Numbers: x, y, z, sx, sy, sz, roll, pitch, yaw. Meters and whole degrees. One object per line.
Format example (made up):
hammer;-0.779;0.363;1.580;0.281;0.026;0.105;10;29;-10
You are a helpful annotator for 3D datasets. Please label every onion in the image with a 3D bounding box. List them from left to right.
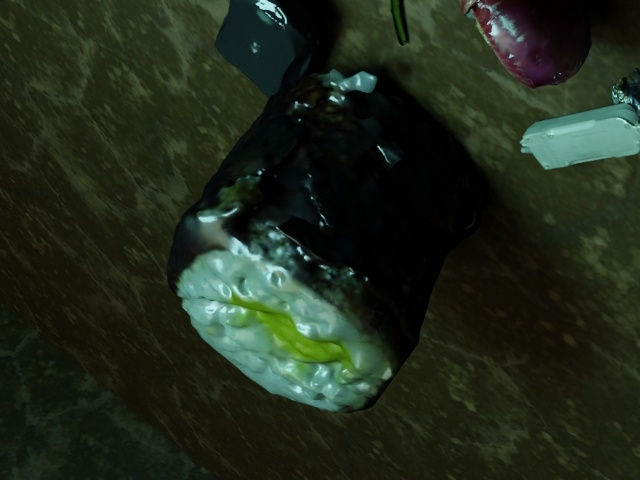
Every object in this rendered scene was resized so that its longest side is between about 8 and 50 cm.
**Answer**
onion;0.199;-0.218;1.262;0.140;0.150;0.150;-36;100;25

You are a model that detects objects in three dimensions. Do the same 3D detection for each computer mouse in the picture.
computer mouse;-0.054;-0.239;1.644;0.122;0.073;0.217;45;160;2

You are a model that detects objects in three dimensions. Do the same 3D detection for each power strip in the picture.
power strip;0.258;-0.101;1.423;0.047;0.030;0.191;52;154;-17

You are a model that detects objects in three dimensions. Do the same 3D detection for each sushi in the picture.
sushi;0.000;-0.001;1.617;0.299;0.294;0.281;42;148;-17

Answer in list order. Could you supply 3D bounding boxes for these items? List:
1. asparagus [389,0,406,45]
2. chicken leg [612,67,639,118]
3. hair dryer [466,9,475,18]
asparagus;0.075;-0.262;1.483;0.166;0.016;0.013;76;175;-50
chicken leg;0.316;-0.060;1.249;0.253;0.051;0.106;-114;4;-55
hair dryer;0.056;-0.342;1.307;0.301;0.121;0.361;24;154;54
